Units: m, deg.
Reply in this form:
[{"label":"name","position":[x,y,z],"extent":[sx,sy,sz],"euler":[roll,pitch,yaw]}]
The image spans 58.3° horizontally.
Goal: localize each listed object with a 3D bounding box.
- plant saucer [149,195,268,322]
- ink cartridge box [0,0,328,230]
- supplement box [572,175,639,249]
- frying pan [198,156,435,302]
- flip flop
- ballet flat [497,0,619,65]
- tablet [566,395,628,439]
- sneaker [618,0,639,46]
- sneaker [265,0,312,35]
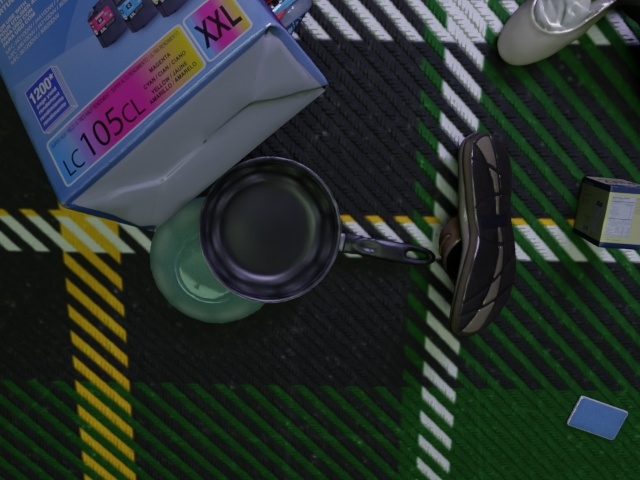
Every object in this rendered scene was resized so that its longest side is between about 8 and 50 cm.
[{"label":"plant saucer","position":[-0.154,0.035,0.827],"extent":[0.194,0.037,0.195],"euler":[0,104,1]},{"label":"ink cartridge box","position":[-0.218,-0.248,0.642],"extent":[0.270,0.151,0.396],"euler":[-37,68,10]},{"label":"supplement box","position":[0.395,-0.039,0.782],"extent":[0.056,0.083,0.083],"euler":[4,105,-1]},{"label":"frying pan","position":[-0.008,-0.029,0.803],"extent":[0.325,0.053,0.198],"euler":[-13,96,-16]},{"label":"flip flop","position":[0.206,-0.008,0.793],"extent":[0.112,0.080,0.278],"euler":[-2,92,-38]},{"label":"ballet flat","position":[0.333,-0.313,0.711],"extent":[0.248,0.086,0.086],"euler":[-34,102,6]},{"label":"tablet","position":[0.435,0.279,0.903],"extent":[0.083,0.006,0.054],"euler":[20,103,-6]},{"label":"sneaker","position":[0.428,-0.231,0.704],"extent":[0.221,0.083,0.118],"euler":[13,110,-29]},{"label":"sneaker","position":[-0.091,-0.211,0.749],"extent":[0.125,0.104,0.262],"euler":[37,96,-37]}]
